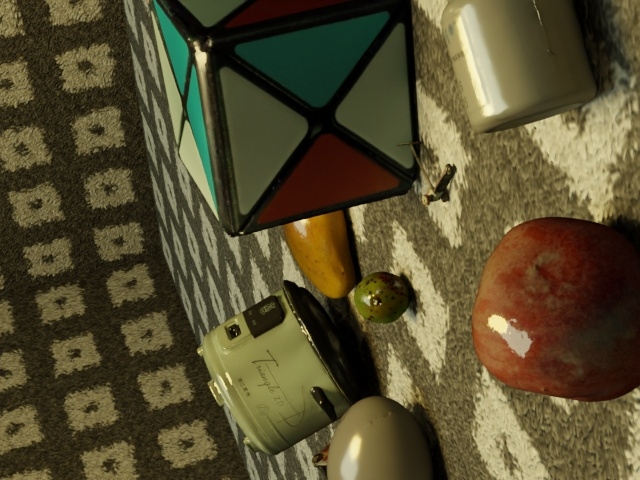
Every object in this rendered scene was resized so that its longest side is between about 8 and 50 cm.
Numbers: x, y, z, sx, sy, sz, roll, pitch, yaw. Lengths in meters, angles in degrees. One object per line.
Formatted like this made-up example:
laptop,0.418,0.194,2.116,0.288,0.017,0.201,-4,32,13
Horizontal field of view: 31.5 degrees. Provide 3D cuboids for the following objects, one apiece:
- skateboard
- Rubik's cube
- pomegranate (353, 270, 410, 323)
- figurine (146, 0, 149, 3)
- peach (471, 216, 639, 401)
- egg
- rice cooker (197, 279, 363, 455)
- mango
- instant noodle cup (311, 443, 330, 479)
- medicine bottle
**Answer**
skateboard,0.118,-0.088,1.251,0.083,0.032,0.064,64,153,30
Rubik's cube,-0.045,-0.181,1.331,0.248,0.250,0.246,-130,29,-56
pomegranate,0.086,0.071,1.479,0.073,0.084,0.073,23,126,36
figurine,-0.145,-0.382,1.783,0.176,0.186,0.287,43,156,-24
peach,0.203,0.060,0.889,0.152,0.152,0.152,165,90,-76
egg,0.082,0.308,1.556,0.146,0.146,0.199,-132,37,-62
rice cooker,-0.049,0.196,1.794,0.241,0.227,0.280,59,-178,-32
mango,-0.002,-0.002,1.689,0.115,0.090,0.178,28,140,61
instant noodle cup,0.069,0.376,1.761,0.136,0.127,0.127,68,167,-4
medicine bottle,0.146,-0.176,0.887,0.105,0.105,0.168,161,93,-76
